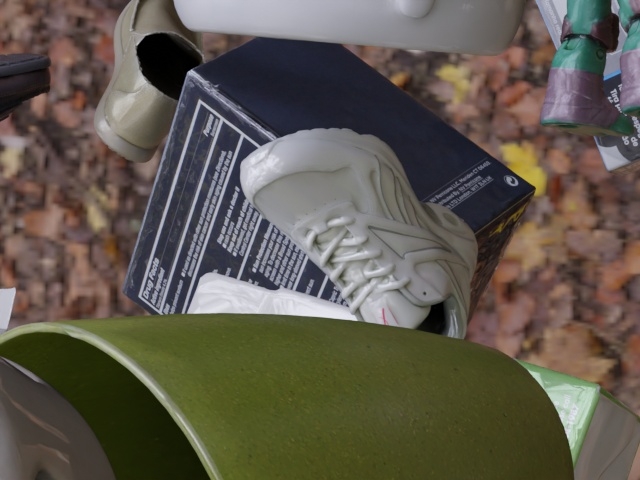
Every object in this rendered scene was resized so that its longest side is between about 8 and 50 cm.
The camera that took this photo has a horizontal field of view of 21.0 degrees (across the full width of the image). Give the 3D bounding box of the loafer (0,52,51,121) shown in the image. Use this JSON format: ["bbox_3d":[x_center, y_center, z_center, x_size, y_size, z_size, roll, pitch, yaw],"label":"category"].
[{"bbox_3d":[-0.407,-0.124,1.757,0.109,0.302,0.095,9,111,49],"label":"loafer"}]

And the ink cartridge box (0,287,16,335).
[{"bbox_3d":[-0.330,0.124,1.514,0.104,0.061,0.181,-7,69,58],"label":"ink cartridge box"}]

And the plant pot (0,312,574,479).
[{"bbox_3d":[-0.008,0.152,0.928,0.274,0.293,0.275,13,108,45],"label":"plant pot"}]

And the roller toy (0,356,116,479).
[{"bbox_3d":[-0.184,0.118,0.657,0.191,0.146,0.209,-36,69,3],"label":"roller toy"}]

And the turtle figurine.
[{"bbox_3d":[0.169,-0.177,0.919,0.175,0.118,0.234,161,115,-80],"label":"turtle figurine"}]

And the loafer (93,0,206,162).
[{"bbox_3d":[-0.164,-0.190,1.818,0.092,0.102,0.269,-38,30,34],"label":"loafer"}]

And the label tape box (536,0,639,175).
[{"bbox_3d":[0.381,-0.236,1.614,0.333,0.106,0.241,-24,81,15],"label":"label tape box"}]

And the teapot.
[{"bbox_3d":[0.024,-0.220,1.122,0.256,0.252,0.187,9,98,25],"label":"teapot"}]

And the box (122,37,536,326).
[{"bbox_3d":[0.000,0.000,1.628,0.294,0.182,0.296,38,133,17],"label":"box"}]

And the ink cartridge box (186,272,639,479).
[{"bbox_3d":[0.041,0.168,1.310,0.353,0.119,0.207,17,82,32],"label":"ink cartridge box"}]

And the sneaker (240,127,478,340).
[{"bbox_3d":[0.037,0.009,1.175,0.090,0.232,0.115,-31,47,30],"label":"sneaker"}]
